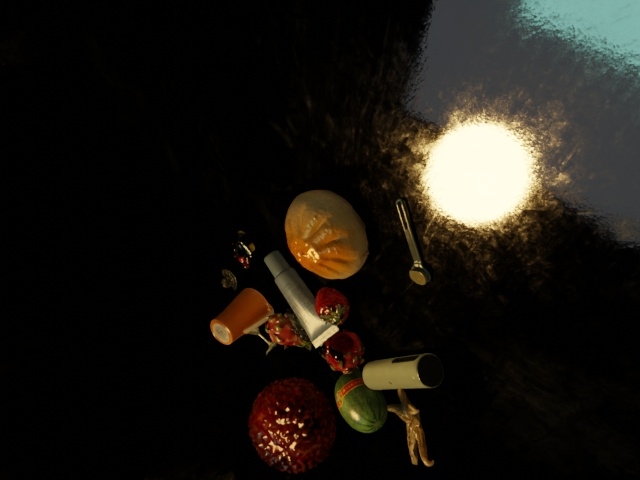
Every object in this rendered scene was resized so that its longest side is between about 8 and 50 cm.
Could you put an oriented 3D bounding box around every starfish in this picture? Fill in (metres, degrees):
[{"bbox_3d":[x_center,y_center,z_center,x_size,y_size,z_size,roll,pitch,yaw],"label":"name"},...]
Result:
[{"bbox_3d":[0.321,0.674,1.830,0.327,0.094,0.374,6,114,67],"label":"starfish"}]

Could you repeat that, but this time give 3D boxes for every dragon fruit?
[{"bbox_3d":[0.080,0.418,1.831,0.167,0.160,0.172,-2,137,2],"label":"dragon fruit"},{"bbox_3d":[-0.138,0.407,2.134,0.236,0.135,0.137,39,145,-14],"label":"dragon fruit"}]

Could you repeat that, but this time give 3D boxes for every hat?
[{"bbox_3d":[-0.450,0.197,2.386,0.121,0.050,0.121,34,143,30],"label":"hat"}]

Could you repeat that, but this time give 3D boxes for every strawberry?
[{"bbox_3d":[0.043,0.224,1.730,0.131,0.148,0.131,4,124,5],"label":"strawberry"}]

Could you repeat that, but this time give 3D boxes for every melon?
[{"bbox_3d":[0.148,0.595,1.860,0.182,0.182,0.287,67,173,-24],"label":"melon"}]

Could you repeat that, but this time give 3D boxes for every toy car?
[{"bbox_3d":[-0.081,0.346,2.049,0.071,0.062,0.165,-6,118,54],"label":"toy car"}]

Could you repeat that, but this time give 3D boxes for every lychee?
[{"bbox_3d":[-0.134,0.850,2.330,0.424,0.425,0.500,67,170,-25],"label":"lychee"}]

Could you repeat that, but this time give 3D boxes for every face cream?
[{"bbox_3d":[-0.082,0.207,1.836,0.135,0.086,0.385,-44,73,29],"label":"face cream"}]

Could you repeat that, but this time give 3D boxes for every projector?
[{"bbox_3d":[0.268,0.447,1.659,0.108,0.108,0.337,53,149,-2],"label":"projector"}]

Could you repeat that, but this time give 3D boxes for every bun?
[{"bbox_3d":[0.000,0.000,1.489,0.299,0.165,0.298,33,146,26],"label":"bun"}]

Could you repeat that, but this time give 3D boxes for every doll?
[{"bbox_3d":[-0.318,0.032,2.022,0.127,0.088,0.248,23,153,7],"label":"doll"}]

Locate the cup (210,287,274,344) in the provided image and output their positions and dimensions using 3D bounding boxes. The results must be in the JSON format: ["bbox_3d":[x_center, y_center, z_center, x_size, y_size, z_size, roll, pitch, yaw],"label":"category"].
[{"bbox_3d":[-0.345,0.348,2.225,0.226,0.264,0.182,5,119,36],"label":"cup"}]

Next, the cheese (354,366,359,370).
[{"bbox_3d":[0.118,0.493,1.978,0.120,0.026,0.067,52,148,-1],"label":"cheese"}]

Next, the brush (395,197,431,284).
[{"bbox_3d":[0.240,0.008,1.316,0.062,0.027,0.266,9,129,47],"label":"brush"}]

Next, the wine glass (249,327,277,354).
[{"bbox_3d":[-0.296,0.463,2.413,0.183,0.122,0.122,41,148,7],"label":"wine glass"}]
